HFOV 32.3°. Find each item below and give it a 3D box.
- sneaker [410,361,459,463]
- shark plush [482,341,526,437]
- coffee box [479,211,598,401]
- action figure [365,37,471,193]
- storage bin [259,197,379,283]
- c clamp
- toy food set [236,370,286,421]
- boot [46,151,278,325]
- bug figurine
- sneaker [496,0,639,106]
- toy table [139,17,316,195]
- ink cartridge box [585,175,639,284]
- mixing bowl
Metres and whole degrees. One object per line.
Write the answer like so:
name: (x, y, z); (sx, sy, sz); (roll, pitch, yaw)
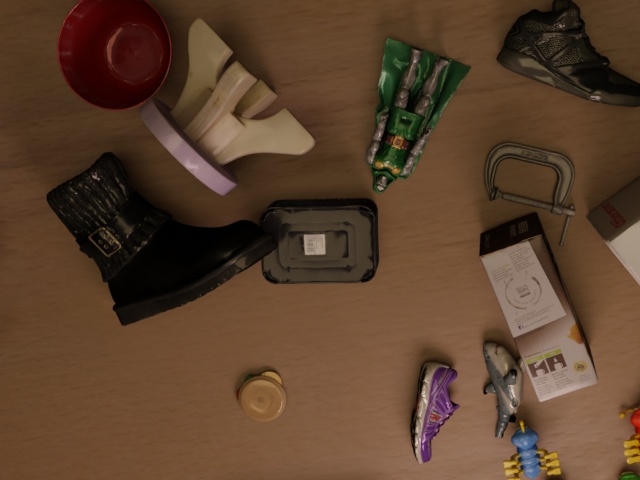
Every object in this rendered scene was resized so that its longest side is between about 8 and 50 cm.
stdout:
sneaker: (0.186, 0.283, 1.785); (0.071, 0.068, 0.170); (10, 101, -1)
shark plush: (0.295, 0.240, 1.786); (0.067, 0.073, 0.161); (8, 124, 24)
coffee box: (0.331, 0.099, 1.685); (0.098, 0.141, 0.246); (-21, 102, 13)
action figure: (0.129, -0.180, 1.707); (0.137, 0.063, 0.232); (19, 106, -1)
storage bin: (0.000, 0.000, 1.741); (0.180, 0.084, 0.122); (-1, 101, 6)
c clamp: (0.327, -0.078, 1.720); (0.161, 0.022, 0.137); (19, 103, 2)
toy food set: (-0.098, 0.261, 1.834); (0.082, 0.020, 0.083); (-16, 99, 9)
boot: (-0.254, -0.028, 1.699); (0.348, 0.131, 0.260); (-22, 99, 32)
bug figurine: (0.433, 0.368, 1.769); (0.279, 0.072, 0.216); (-10, 106, 3)
sneaker: (0.390, -0.282, 1.641); (0.227, 0.087, 0.130); (24, 109, 7)
toy table: (-0.147, -0.184, 1.631); (0.161, 0.274, 0.252); (-43, 97, 5)
ink cartridge box: (0.558, -0.063, 1.594); (0.307, 0.223, 0.129); (-38, 95, 12)
mixing bowl: (-0.302, -0.292, 1.707); (0.181, 0.098, 0.181); (1, 97, 10)
